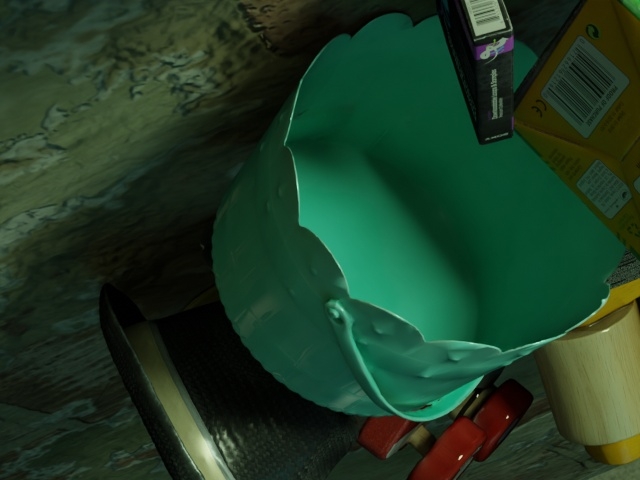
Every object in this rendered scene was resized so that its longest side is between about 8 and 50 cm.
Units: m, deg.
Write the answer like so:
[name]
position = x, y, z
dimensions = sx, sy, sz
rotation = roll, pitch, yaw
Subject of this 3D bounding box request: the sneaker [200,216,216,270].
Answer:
[sneaker]
position = 0.000, 0.000, 1.292
dimensions = 0.208, 0.081, 0.094
rotation = -7, 158, -3

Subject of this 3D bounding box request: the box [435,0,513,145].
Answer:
[box]
position = 0.099, -0.146, 0.962
dimensions = 0.029, 0.116, 0.162
rotation = -16, 159, 3

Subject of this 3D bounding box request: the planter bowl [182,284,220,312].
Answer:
[planter bowl]
position = -0.029, 0.096, 1.475
dimensions = 0.217, 0.090, 0.217
rotation = -17, 158, -7

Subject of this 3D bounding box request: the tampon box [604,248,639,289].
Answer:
[tampon box]
position = 0.267, -0.036, 1.369
dimensions = 0.101, 0.120, 0.161
rotation = -21, 159, 2

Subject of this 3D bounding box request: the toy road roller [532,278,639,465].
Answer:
[toy road roller]
position = 0.400, 0.098, 1.482
dimensions = 0.329, 0.202, 0.240
rotation = -26, -159, -13

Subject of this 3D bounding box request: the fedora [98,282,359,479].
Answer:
[fedora]
position = -0.064, 0.141, 1.273
dimensions = 0.152, 0.334, 0.334
rotation = -30, 159, -4

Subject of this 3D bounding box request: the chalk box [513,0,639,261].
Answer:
[chalk box]
position = 0.305, -0.136, 1.017
dimensions = 0.289, 0.179, 0.180
rotation = -36, 168, -29

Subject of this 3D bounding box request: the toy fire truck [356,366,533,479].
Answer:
[toy fire truck]
position = 0.152, 0.118, 1.564
dimensions = 0.302, 0.169, 0.254
rotation = -27, 153, -56

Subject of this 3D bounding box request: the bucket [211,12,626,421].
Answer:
[bucket]
position = 0.064, -0.009, 1.077
dimensions = 0.281, 0.281, 0.183
rotation = -7, 159, -30
